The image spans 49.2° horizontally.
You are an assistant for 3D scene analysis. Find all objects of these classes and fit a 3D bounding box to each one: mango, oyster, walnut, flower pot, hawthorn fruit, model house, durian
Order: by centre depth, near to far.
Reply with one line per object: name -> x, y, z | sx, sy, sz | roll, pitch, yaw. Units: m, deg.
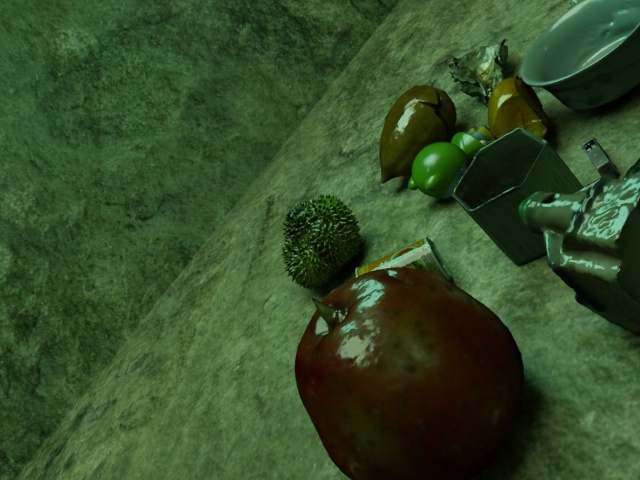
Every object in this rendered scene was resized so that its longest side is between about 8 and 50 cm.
model house -> 0.470, 0.007, 1.060 | 0.243, 0.298, 0.284 | -57, 22, -11
hawthorn fruit -> 0.127, 0.223, 1.221 | 0.402, 0.403, 0.403 | -39, 23, 20
flower pot -> 0.423, -0.093, 1.480 | 0.239, 0.189, 0.209 | -56, 24, -20
mango -> 0.492, -0.322, 1.773 | 0.138, 0.187, 0.257 | -23, 11, 20
durian -> 0.002, 0.000, 2.077 | 0.291, 0.224, 0.291 | -10, 78, 55
oyster -> 0.511, -0.508, 2.113 | 0.197, 0.133, 0.337 | -38, 25, 15
walnut -> 0.282, -0.313, 2.123 | 0.336, 0.209, 0.209 | -58, 21, 7

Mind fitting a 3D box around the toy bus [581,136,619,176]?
toy bus -> 0.593, -0.175, 1.490 | 0.037, 0.052, 0.131 | -38, 24, 24

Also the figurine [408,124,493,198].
figurine -> 0.356, -0.220, 1.907 | 0.263, 0.143, 0.162 | -42, 25, -16

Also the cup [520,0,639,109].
cup -> 0.668, -0.438, 1.657 | 0.347, 0.163, 0.347 | -38, 23, 19

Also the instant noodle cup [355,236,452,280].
instant noodle cup -> 0.203, 0.087, 1.645 | 0.185, 0.168, 0.168 | -32, 25, 15

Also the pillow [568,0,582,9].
pillow -> 0.793, -0.647, 1.823 | 0.310, 0.138, 0.283 | -29, 28, 31
